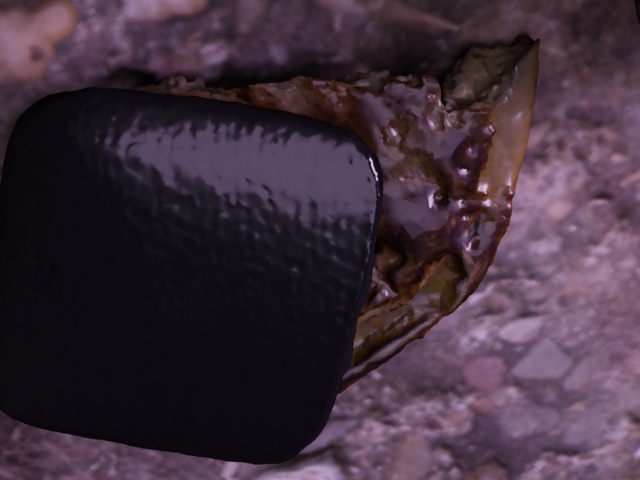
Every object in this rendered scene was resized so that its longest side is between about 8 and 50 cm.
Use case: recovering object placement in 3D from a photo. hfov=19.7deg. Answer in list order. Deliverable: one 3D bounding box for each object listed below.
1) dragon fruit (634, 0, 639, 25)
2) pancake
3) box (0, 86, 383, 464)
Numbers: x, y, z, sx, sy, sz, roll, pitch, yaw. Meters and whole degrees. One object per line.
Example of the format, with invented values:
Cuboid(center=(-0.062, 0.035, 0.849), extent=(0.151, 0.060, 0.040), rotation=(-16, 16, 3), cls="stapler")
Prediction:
Cuboid(center=(0.227, -0.140, 0.824), extent=(0.192, 0.193, 0.274), rotation=(-36, 132, -3), cls="dragon fruit")
Cuboid(center=(0.000, 0.000, 0.996), extent=(0.257, 0.056, 0.212), rotation=(-5, 117, 10), cls="pancake")
Cuboid(center=(-0.075, 0.020, 0.960), extent=(0.201, 0.042, 0.213), rotation=(11, 119, 2), cls="box")
